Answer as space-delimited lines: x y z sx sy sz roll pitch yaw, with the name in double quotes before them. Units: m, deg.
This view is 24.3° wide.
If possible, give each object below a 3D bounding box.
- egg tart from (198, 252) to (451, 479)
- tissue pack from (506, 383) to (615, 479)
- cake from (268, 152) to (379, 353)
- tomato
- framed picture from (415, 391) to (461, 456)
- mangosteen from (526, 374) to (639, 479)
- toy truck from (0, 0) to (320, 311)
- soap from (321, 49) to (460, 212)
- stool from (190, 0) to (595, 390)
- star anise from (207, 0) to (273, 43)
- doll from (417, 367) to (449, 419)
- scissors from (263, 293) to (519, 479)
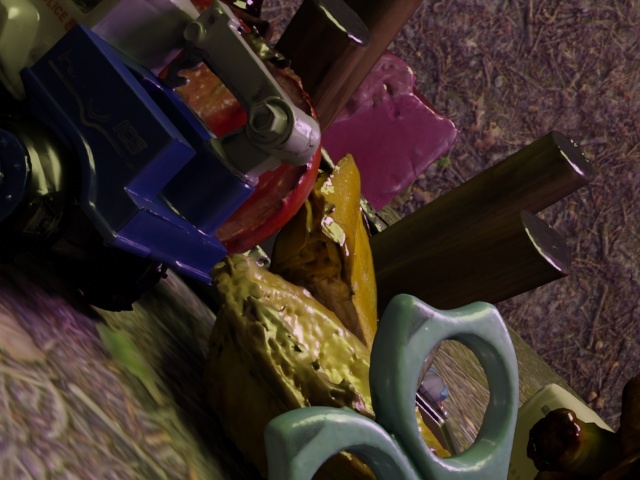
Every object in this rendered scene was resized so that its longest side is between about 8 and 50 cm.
"egg tart" -0.004 0.098 0.892 0.212 0.090 0.212 48 5 -5
"tissue pack" 0.281 0.274 1.494 0.159 0.125 0.234 43 7 -32
"cake" 0.002 0.030 1.044 0.116 0.080 0.185 -87 162 -44
"tomato" -0.090 -0.059 0.994 0.189 0.173 0.099 48 -11 21
"framed picture" 0.030 0.111 1.349 0.289 0.016 0.213 46 7 -12
"mangosteen" 0.316 0.249 1.218 0.293 0.297 0.297 10 -4 16
"toy truck" -0.124 -0.076 0.794 0.213 0.177 0.161 51 9 24
"soap" 0.016 -0.124 1.723 0.128 0.233 0.359 47 7 -13
"stool" 0.039 -0.047 1.184 0.310 0.226 0.310 46 25 -4
"star anise" -0.151 -0.219 1.553 0.099 0.214 0.220 82 19 -45
"doll" 0.110 0.152 1.516 0.114 0.039 0.057 63 20 -75
"scissors" 0.087 0.196 0.827 0.029 0.191 0.360 10 -43 48
